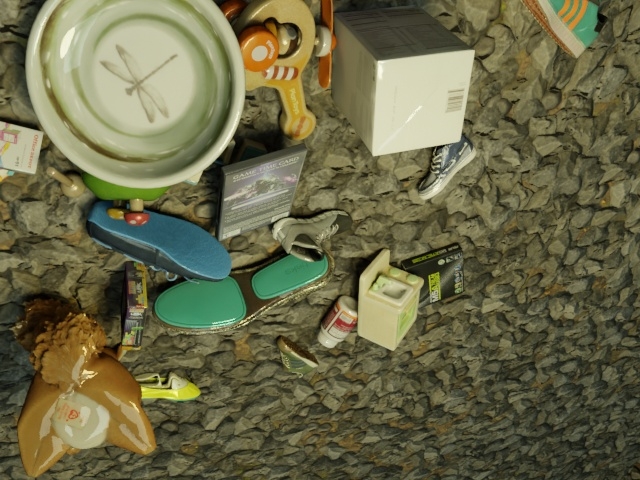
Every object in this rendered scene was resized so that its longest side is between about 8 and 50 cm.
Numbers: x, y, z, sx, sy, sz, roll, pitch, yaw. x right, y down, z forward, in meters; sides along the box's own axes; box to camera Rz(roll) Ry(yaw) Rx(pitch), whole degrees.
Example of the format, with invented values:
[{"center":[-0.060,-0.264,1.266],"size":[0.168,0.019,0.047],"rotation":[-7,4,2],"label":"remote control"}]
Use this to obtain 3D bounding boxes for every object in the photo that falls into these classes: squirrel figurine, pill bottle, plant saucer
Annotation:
[{"center":[-0.571,0.310,1.490],"size":[0.281,0.370,0.397],"rotation":[-16,103,-8],"label":"squirrel figurine"},{"center":[0.055,0.242,1.813],"size":[0.086,0.086,0.152],"rotation":[18,120,-32],"label":"pill bottle"},{"center":[-0.335,-0.303,1.153],"size":[0.400,0.100,0.401],"rotation":[0,107,0],"label":"plant saucer"}]

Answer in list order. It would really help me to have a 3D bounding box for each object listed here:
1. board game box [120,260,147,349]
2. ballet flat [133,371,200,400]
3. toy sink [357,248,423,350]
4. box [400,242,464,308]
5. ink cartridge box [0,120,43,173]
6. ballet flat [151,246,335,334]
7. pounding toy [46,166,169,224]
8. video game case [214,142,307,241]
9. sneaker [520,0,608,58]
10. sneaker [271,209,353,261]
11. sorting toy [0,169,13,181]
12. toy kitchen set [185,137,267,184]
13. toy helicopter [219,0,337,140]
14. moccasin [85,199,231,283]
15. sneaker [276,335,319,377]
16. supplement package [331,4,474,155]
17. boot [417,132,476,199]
[{"center":[-0.455,0.156,1.489],"size":[0.048,0.170,0.141],"rotation":[3,125,-21],"label":"board game box"},{"center":[-0.456,0.418,1.773],"size":[0.230,0.077,0.077],"rotation":[6,109,-23],"label":"ballet flat"},{"center":[0.200,0.167,1.735],"size":[0.153,0.131,0.234],"rotation":[-45,146,-41],"label":"toy sink"},{"center":[0.339,0.112,1.844],"size":[0.184,0.045,0.191],"rotation":[-19,131,-9],"label":"box"},{"center":[-0.616,-0.184,1.203],"size":[0.122,0.052,0.089],"rotation":[12,85,-30],"label":"ink cartridge box"},{"center":[-0.188,0.150,1.617],"size":[0.482,0.164,0.182],"rotation":[-18,157,-8],"label":"ballet flat"},{"center":[-0.430,-0.087,1.278],"size":[0.236,0.183,0.110],"rotation":[1,91,-12],"label":"pounding toy"},{"center":[-0.141,-0.104,1.401],"size":[0.196,0.026,0.274],"rotation":[-21,155,-23],"label":"video game case"},{"center":[0.537,-0.534,1.361],"size":[0.302,0.108,0.121],"rotation":[24,115,-43],"label":"sneaker"},{"center":[0.000,0.000,1.548],"size":[0.228,0.132,0.086],"rotation":[-10,136,-26],"label":"sneaker"},{"center":[-0.640,-0.167,1.250],"size":[0.075,0.045,0.083],"rotation":[-36,134,-17],"label":"sorting toy"},{"center":[-0.221,-0.150,1.333],"size":[0.207,0.166,0.122],"rotation":[14,121,-30],"label":"toy kitchen set"},{"center":[-0.058,-0.357,1.280],"size":[0.235,0.140,0.355],"rotation":[-28,143,-10],"label":"toy helicopter"},{"center":[-0.375,0.005,1.441],"size":[0.342,0.138,0.117],"rotation":[29,142,-17],"label":"moccasin"},{"center":[-0.088,0.366,1.871],"size":[0.086,0.064,0.192],"rotation":[-42,133,8],"label":"sneaker"},{"center":[0.155,-0.337,1.260],"size":[0.198,0.263,0.199],"rotation":[-11,131,-13],"label":"supplement package"},{"center":[0.305,-0.197,1.573],"size":[0.190,0.069,0.086],"rotation":[-46,122,7],"label":"boot"}]
